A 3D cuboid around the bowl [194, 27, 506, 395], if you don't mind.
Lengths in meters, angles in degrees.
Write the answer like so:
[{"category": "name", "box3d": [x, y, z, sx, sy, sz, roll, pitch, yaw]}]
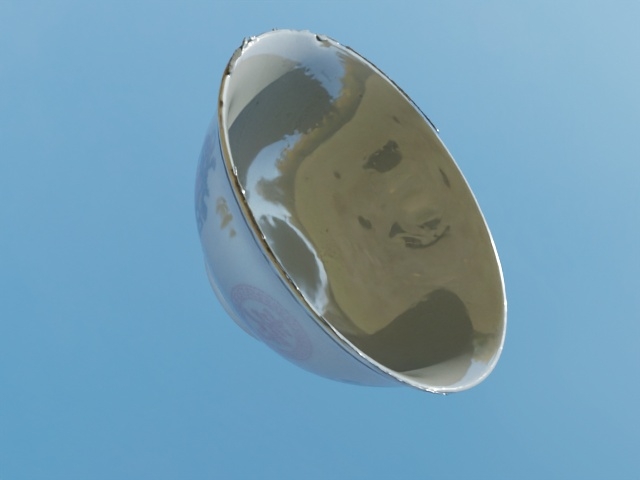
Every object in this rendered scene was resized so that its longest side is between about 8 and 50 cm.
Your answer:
[{"category": "bowl", "box3d": [0.000, 0.000, 0.830, 0.157, 0.346, 0.345, -33, -120, 34]}]
